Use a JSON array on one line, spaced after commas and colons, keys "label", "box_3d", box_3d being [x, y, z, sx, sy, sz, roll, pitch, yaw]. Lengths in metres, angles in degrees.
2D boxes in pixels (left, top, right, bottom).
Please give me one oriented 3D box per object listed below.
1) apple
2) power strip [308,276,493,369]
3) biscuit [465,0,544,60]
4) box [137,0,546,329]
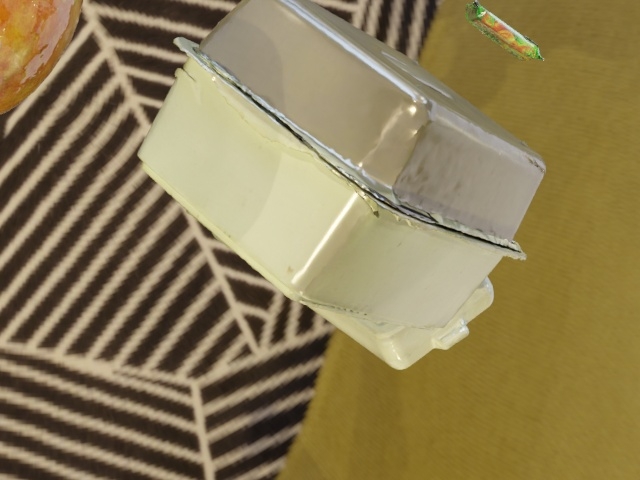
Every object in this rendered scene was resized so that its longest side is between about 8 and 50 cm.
[{"label": "apple", "box_3d": [-0.399, -0.269, 1.543, 0.277, 0.309, 0.250, 17, 116, -9]}, {"label": "power strip", "box_3d": [0.052, 0.035, 1.324, 0.118, 0.270, 0.046, -36, 118, -12]}, {"label": "biscuit", "box_3d": [0.175, -0.200, 1.376, 0.089, 0.046, 0.016, 34, 87, -10]}, {"label": "box", "box_3d": [0.026, -0.055, 1.046, 0.220, 0.290, 0.166, 41, 102, 26]}]
